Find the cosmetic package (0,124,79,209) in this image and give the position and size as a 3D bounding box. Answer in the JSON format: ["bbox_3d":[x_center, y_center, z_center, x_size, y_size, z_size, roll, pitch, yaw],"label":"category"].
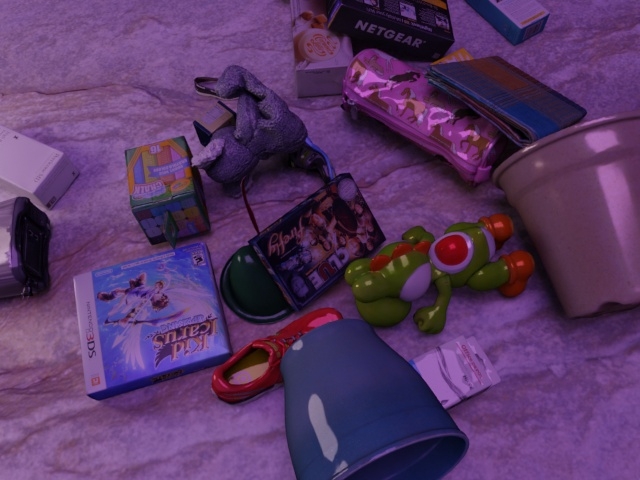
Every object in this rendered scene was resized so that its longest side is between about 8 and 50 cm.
[{"bbox_3d":[-0.674,-0.171,1.251,0.231,0.085,0.117,22,67,13],"label":"cosmetic package"}]

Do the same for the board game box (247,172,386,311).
[{"bbox_3d":[0.000,0.000,1.106,0.243,0.042,0.165,-38,109,-22],"label":"board game box"}]

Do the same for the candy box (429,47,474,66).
[{"bbox_3d":[0.364,-0.373,1.355,0.105,0.027,0.206,-28,66,-16],"label":"candy box"}]

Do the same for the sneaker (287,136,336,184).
[{"bbox_3d":[-0.030,-0.178,1.254,0.078,0.067,0.188,-42,66,-5],"label":"sneaker"}]

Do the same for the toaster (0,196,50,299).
[{"bbox_3d":[-0.638,0.028,1.128,0.146,0.129,0.227,-12,66,0],"label":"toaster"}]

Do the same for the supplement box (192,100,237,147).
[{"bbox_3d":[-0.233,-0.255,1.279,0.056,0.083,0.083,39,71,18],"label":"supplement box"}]

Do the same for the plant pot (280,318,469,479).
[{"bbox_3d":[0.058,0.278,0.921,0.271,0.272,0.255,-21,51,-9],"label":"plant pot"}]

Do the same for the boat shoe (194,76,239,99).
[{"bbox_3d":[-0.245,-0.373,1.364,0.125,0.038,0.046,11,64,7],"label":"boat shoe"}]

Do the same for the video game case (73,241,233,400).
[{"bbox_3d":[-0.327,0.150,1.094,0.269,0.061,0.244,-16,65,-7],"label":"video game case"}]

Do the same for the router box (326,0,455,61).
[{"bbox_3d":[0.165,-0.588,1.374,0.308,0.081,0.243,9,61,-21],"label":"router box"}]

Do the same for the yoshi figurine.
[{"bbox_3d":[0.209,0.070,1.089,0.361,0.203,0.203,-10,104,-19],"label":"yoshi figurine"}]

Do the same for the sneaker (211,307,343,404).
[{"bbox_3d":[-0.071,0.209,1.025,0.279,0.118,0.107,-31,67,-13],"label":"sneaker"}]

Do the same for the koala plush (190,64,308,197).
[{"bbox_3d":[-0.161,-0.205,1.178,0.203,0.196,0.221,40,86,28],"label":"koala plush"}]

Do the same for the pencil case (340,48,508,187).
[{"bbox_3d":[0.228,-0.272,1.237,0.386,0.160,0.167,33,95,16],"label":"pencil case"}]

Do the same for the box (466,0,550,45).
[{"bbox_3d":[0.465,-0.618,1.454,0.100,0.060,0.244,-30,67,-13],"label":"box"}]

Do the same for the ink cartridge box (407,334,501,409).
[{"bbox_3d":[0.237,0.246,1.031,0.180,0.060,0.104,-24,65,-10],"label":"ink cartridge box"}]

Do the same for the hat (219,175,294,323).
[{"bbox_3d":[-0.128,0.038,1.075,0.173,0.184,0.208,-41,69,-17],"label":"hat"}]

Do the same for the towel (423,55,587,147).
[{"bbox_3d":[0.413,-0.312,1.219,0.271,0.040,0.370,41,38,19],"label":"towel"}]

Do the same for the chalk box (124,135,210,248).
[{"bbox_3d":[-0.310,-0.086,1.156,0.132,0.132,0.213,-16,57,-6],"label":"chalk box"}]

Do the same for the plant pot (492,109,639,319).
[{"bbox_3d":[0.525,-0.024,1.039,0.333,0.334,0.306,-10,75,-3],"label":"plant pot"}]

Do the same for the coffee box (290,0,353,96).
[{"bbox_3d":[0.001,-0.481,1.377,0.141,0.098,0.247,-4,63,-1],"label":"coffee box"}]
